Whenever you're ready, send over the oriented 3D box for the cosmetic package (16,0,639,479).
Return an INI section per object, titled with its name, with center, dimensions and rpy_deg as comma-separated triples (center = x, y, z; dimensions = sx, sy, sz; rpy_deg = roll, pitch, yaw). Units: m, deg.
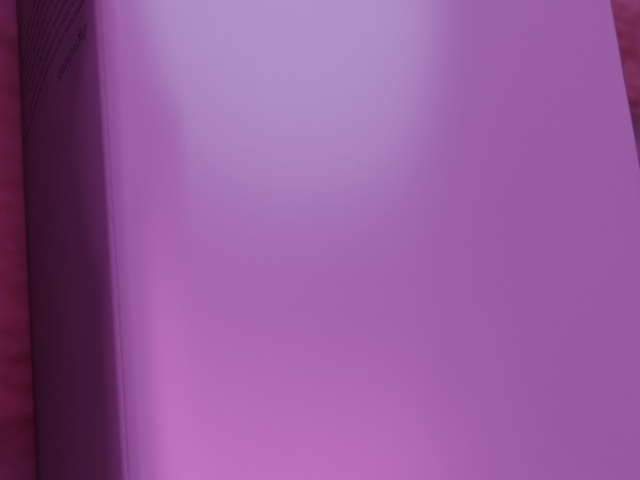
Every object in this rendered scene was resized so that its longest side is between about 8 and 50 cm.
[cosmetic package]
center = 0.000, 0.000, 0.643
dimensions = 0.197, 0.155, 0.365
rpy_deg = 3, 68, -19
